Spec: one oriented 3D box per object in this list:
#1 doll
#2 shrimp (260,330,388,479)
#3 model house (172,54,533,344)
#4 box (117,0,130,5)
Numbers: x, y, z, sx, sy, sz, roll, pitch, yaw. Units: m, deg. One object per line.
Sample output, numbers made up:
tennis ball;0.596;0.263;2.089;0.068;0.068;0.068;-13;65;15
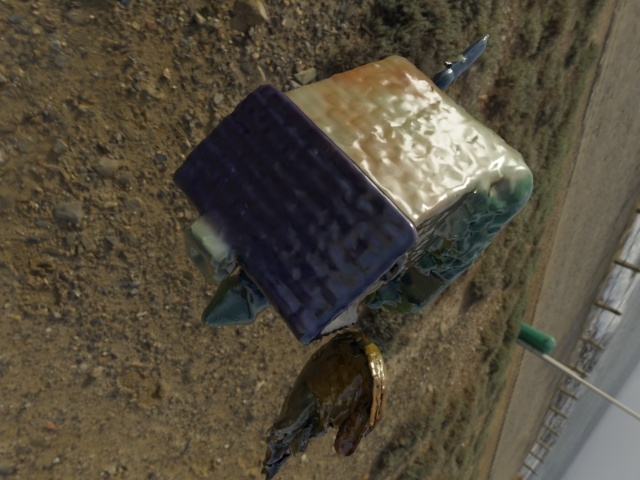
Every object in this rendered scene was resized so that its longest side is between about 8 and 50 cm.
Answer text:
doll;0.209;-0.266;0.645;0.125;0.027;0.037;-44;170;-11
shrimp;-0.019;0.208;0.467;0.066;0.117;0.262;21;112;-19
model house;0.000;0.000;0.471;0.280;0.245;0.312;-30;160;-31
box;-0.284;-0.426;0.582;0.163;0.243;0.135;31;107;-35
